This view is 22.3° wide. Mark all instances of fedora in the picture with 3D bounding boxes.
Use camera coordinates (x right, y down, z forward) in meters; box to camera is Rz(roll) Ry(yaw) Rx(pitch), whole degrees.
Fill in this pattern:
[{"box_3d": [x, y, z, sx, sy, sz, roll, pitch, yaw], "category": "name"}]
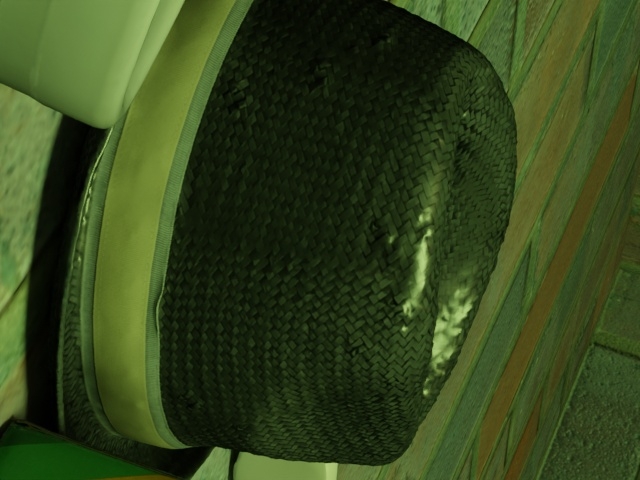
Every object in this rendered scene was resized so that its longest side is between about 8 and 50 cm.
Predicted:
[{"box_3d": [0.000, 0.000, 0.781, 0.334, 0.152, 0.334, 18, 90, -74], "category": "fedora"}]

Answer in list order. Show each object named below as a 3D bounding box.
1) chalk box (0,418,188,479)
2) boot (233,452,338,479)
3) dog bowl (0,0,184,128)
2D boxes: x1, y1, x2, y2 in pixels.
[{"box_3d": [-0.031, 0.231, 0.667, 0.180, 0.289, 0.179, 89, 24, -49], "category": "chalk box"}, {"box_3d": [-0.005, 0.101, 1.025, 0.086, 0.069, 0.190, -44, 147, -54], "category": "boot"}, {"box_3d": [-0.041, -0.166, 0.380, 0.265, 0.104, 0.265, -156, -90, -83], "category": "dog bowl"}]
